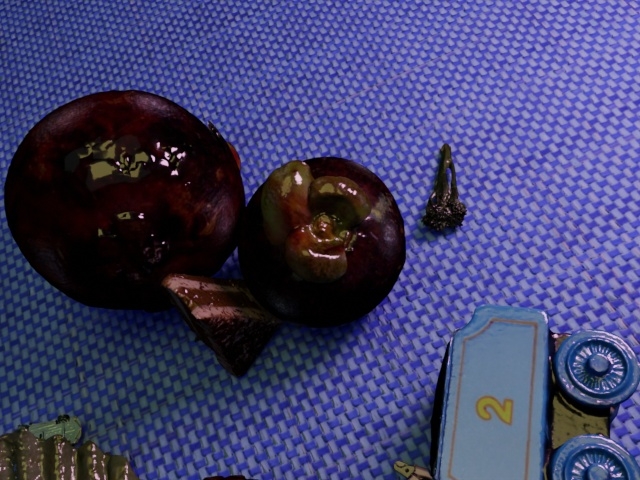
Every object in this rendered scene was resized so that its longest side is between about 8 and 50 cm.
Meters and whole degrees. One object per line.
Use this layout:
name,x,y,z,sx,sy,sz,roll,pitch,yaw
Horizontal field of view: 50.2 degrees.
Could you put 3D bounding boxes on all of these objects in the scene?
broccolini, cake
broccolini,0.227,-0.096,1.235,0.073,0.058,0.201,12,46,3
cake,-0.146,0.099,1.072,0.112,0.246,0.135,36,69,26

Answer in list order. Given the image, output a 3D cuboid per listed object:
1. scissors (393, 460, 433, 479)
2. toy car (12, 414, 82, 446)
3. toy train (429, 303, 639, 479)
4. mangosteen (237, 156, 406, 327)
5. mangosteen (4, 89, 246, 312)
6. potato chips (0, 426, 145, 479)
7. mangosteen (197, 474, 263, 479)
scissors,0.157,0.349,0.986,0.113,0.012,0.039,25,67,24
toy car,-0.451,0.326,1.126,0.121,0.035,0.059,-13,57,-5
toy train,0.280,0.255,0.915,0.264,0.188,0.301,5,63,15
mangosteen,0.000,0.000,1.077,0.287,0.288,0.288,-6,58,9
mangosteen,-0.306,-0.065,1.159,0.380,0.421,0.381,1,99,5
potato chips,-0.414,0.467,0.986,0.373,0.097,0.389,-32,58,-12
mangosteen,-0.124,0.457,0.860,0.274,0.275,0.303,-3,85,11
